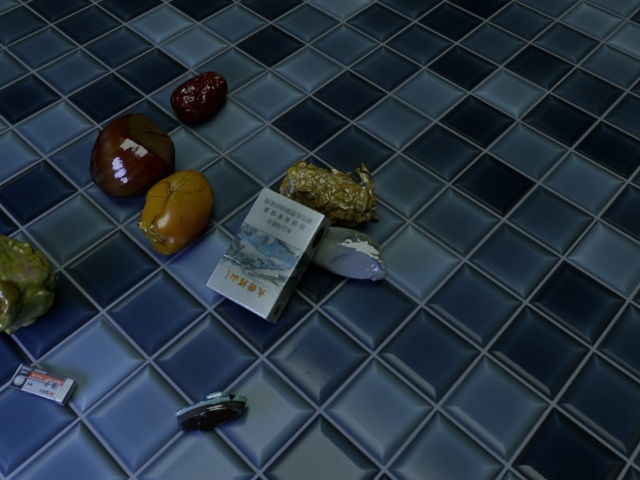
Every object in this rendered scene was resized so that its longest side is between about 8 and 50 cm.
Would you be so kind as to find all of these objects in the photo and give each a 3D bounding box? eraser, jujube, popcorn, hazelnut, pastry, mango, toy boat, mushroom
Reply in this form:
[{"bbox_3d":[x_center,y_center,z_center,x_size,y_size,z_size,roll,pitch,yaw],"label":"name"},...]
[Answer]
[{"bbox_3d":[-0.559,0.291,1.197,0.122,0.029,0.052,14,56,10],"label":"eraser"},{"bbox_3d":[-0.332,-0.403,1.649,0.112,0.109,0.176,49,59,-9],"label":"jujube"},{"bbox_3d":[-0.682,0.102,1.220,0.259,0.212,0.259,31,29,-20],"label":"popcorn"},{"bbox_3d":[-0.470,-0.203,1.479,0.181,0.181,0.212,-1,50,-38],"label":"hazelnut"},{"bbox_3d":[0.030,-0.118,1.453,0.250,0.102,0.154,15,54,12],"label":"pastry"},{"bbox_3d":[-0.336,-0.076,1.406,0.154,0.126,0.252,2,46,17],"label":"mango"},{"bbox_3d":[-0.212,0.329,1.162,0.140,0.059,0.066,-13,29,-8],"label":"toy boat"},{"bbox_3d":[-0.002,0.001,1.374,0.352,0.097,0.109,22,59,17],"label":"mushroom"}]

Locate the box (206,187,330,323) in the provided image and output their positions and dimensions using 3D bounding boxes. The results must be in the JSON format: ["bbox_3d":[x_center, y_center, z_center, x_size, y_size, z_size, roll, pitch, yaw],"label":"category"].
[{"bbox_3d":[-0.112,0.031,1.306,0.164,0.069,0.256,26,80,21],"label":"box"}]
